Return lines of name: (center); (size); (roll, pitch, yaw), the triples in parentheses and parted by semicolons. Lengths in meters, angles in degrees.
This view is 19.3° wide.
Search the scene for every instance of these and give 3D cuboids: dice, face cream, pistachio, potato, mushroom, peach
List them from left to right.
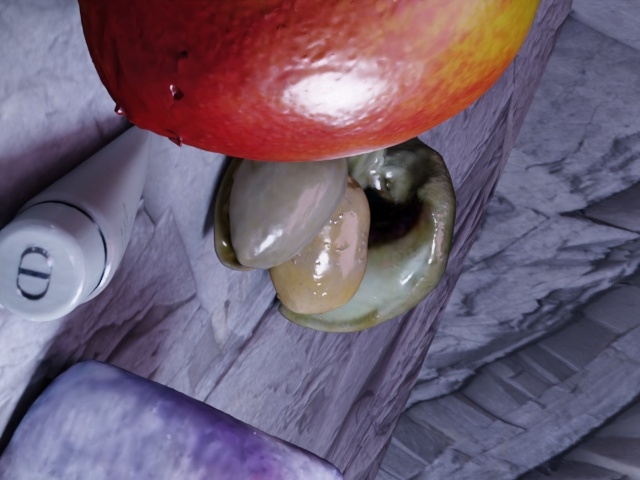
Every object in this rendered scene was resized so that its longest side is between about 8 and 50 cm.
face cream: (-0.186, -0.012, 1.535); (0.314, 0.089, 0.143); (-52, 160, -74)
dice: (-0.148, 0.278, 1.709); (0.271, 0.270, 0.270); (52, 61, -75)
pistachio: (-0.042, -0.045, 1.959); (0.185, 0.124, 0.124); (-58, 164, -17)
peach: (-0.016, -0.221, 1.371); (0.370, 0.370, 0.370); (21, 90, -77)
potato: (0.000, 0.000, 2.227); (0.109, 0.118, 0.178); (-72, 172, -74)
mushroom: (0.085, -0.037, 2.367); (0.217, 0.212, 0.292); (-33, 134, -65)
